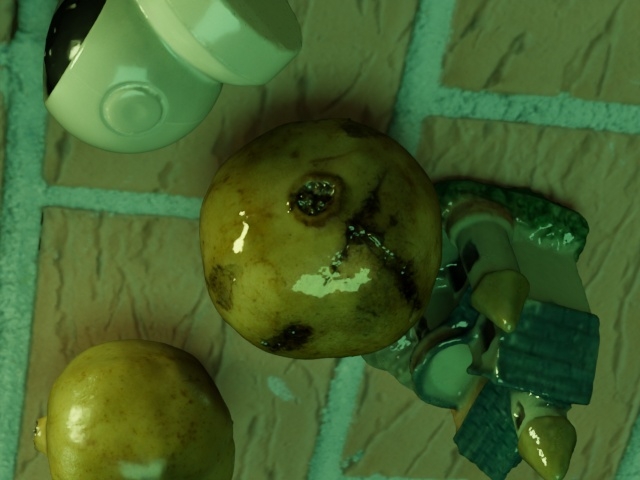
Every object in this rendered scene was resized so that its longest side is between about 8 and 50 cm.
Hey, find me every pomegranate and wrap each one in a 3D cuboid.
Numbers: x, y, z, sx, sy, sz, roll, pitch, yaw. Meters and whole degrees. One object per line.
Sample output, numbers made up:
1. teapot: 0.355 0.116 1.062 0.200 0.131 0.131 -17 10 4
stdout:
1. pomegranate: -0.202 0.219 1.933 0.233 0.233 0.233 -4 128 -5
2. pomegranate: 0.000 0.000 1.780 0.260 0.260 0.260 -4 128 -5

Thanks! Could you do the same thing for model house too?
1. model house: 0.183 0.132 1.843 0.194 0.325 0.267 14 124 -20

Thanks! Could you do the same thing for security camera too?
1. security camera: -0.159 -0.186 1.642 0.236 0.195 0.194 -35 124 21
